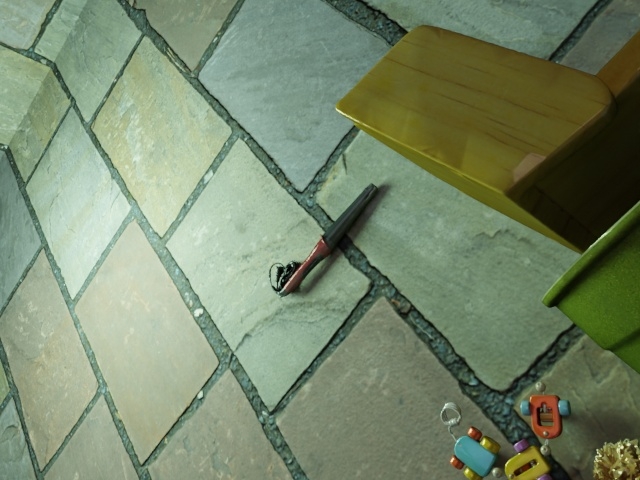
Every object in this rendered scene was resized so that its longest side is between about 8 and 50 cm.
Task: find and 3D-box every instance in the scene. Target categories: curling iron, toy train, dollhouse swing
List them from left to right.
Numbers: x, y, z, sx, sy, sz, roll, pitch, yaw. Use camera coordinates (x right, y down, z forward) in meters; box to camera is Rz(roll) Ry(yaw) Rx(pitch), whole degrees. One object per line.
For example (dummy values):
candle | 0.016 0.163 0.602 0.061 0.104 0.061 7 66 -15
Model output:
curling iron | 0.000 0.000 0.999 0.274 0.035 0.068 -46 55 20
toy train | 0.246 0.254 0.739 0.166 0.046 0.125 -15 68 31
dollhouse swing | 0.273 -0.171 0.627 0.315 0.347 0.304 37 103 38

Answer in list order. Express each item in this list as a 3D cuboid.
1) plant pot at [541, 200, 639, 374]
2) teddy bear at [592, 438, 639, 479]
plant pot | 0.451 0.065 0.463 0.366 0.366 0.353 -46 67 20
teddy bear | 0.315 0.352 0.497 0.245 0.113 0.337 17 96 54
